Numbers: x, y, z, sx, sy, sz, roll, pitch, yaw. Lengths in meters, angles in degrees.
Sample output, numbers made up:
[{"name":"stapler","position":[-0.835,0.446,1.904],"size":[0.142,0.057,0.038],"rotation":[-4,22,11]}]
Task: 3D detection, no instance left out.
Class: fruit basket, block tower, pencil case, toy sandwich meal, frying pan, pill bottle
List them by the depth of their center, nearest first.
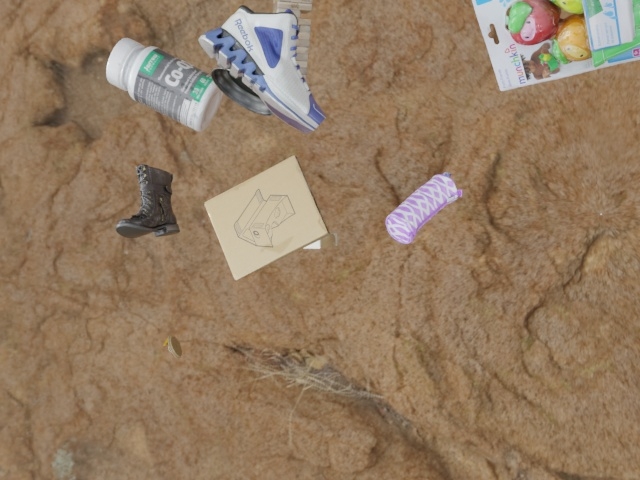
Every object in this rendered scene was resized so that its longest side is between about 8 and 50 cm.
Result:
[{"name":"fruit basket","position":[0.557,-0.515,1.199],"size":[0.352,0.327,0.166],"rotation":[-8,44,31]},{"name":"pencil case","position":[0.249,-0.076,1.233],"size":[0.088,0.206,0.086],"rotation":[36,153,31]},{"name":"block tower","position":[-0.075,-0.568,1.309],"size":[0.097,0.091,0.336],"rotation":[-1,109,-13]},{"name":"frying pan","position":[-0.163,-0.396,1.315],"size":[0.326,0.197,0.053],"rotation":[10,70,55]},{"name":"toy sandwich meal","position":[-0.456,0.330,1.577],"size":[0.029,0.085,0.086],"rotation":[-25,80,2]},{"name":"pill bottle","position":[-0.543,-0.549,1.800],"size":[0.360,0.204,0.204],"rotation":[25,106,-4]}]

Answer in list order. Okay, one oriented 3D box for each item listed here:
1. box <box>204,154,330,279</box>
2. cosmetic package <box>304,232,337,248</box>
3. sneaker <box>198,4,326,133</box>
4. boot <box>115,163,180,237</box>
[{"name":"box","position":[-0.102,-0.041,0.954],"size":[0.201,0.021,0.165],"rotation":[-26,78,11]},{"name":"cosmetic package","position":[0.000,0.000,1.501],"size":[0.060,0.115,0.041],"rotation":[1,94,29]},{"name":"sneaker","position":[-0.085,-0.393,1.115],"size":[0.315,0.127,0.182],"rotation":[39,87,-17]},{"name":"boot","position":[-0.555,-0.129,1.622],"size":[0.091,0.263,0.229],"rotation":[-14,85,25]}]
